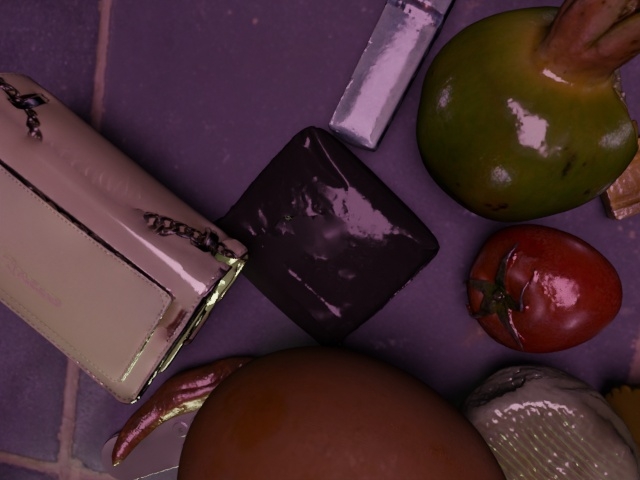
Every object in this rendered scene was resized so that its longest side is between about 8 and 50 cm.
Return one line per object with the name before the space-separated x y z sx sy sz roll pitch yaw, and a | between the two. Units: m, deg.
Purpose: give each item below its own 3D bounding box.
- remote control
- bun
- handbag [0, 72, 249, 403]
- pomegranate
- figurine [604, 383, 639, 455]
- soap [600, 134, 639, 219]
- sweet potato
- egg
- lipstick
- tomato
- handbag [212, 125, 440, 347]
remote control | -0.217 0.300 0.693 0.244 0.022 0.077 -20 92 8
bun | 0.279 0.257 0.594 0.221 0.108 0.221 3 105 11
handbag | -0.290 -0.007 0.582 0.358 0.160 0.237 38 120 1
pomegranate | 0.222 -0.146 0.461 0.235 0.302 0.236 1 72 -4
figurine | 0.543 0.228 0.557 0.315 0.168 0.188 -14 84 -2
soap | 0.469 -0.107 0.565 0.252 0.037 0.092 -19 93 8
sweet potato | -0.187 0.223 0.658 0.255 0.058 0.078 -29 48 -1
egg | 0.023 0.277 0.506 0.373 0.301 0.301 16 99 26
lipstick | 0.102 -0.250 0.567 0.076 0.077 0.290 29 100 1
tomato | 0.268 0.055 0.554 0.167 0.167 0.167 1 97 6
handbag | 0.000 0.000 0.606 0.247 0.080 0.223 44 99 0
